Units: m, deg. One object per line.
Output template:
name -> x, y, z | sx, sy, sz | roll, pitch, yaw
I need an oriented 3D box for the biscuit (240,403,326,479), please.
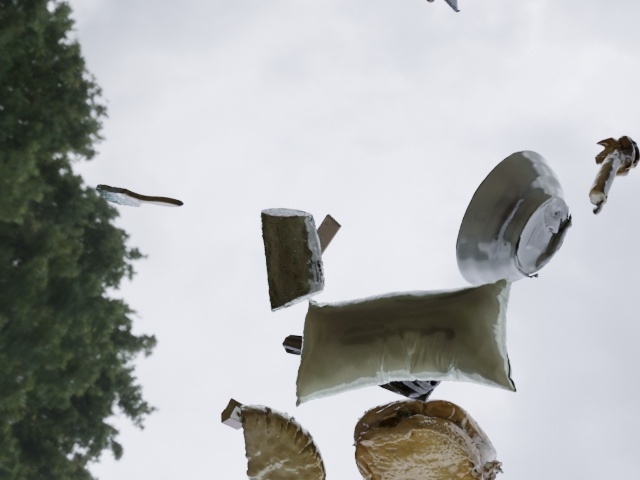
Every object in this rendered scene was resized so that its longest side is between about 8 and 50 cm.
biscuit -> -0.075, 0.465, 1.329 | 0.179, 0.084, 0.280 | -16, -95, 17

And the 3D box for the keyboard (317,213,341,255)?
keyboard -> 0.000, 0.000, 1.746 | 0.017, 0.055, 0.166 | -36, 164, -52

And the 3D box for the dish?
dish -> 0.418, -0.024, 1.338 | 0.316, 0.316, 0.106 | -48, -136, -10

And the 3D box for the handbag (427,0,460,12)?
handbag -> 0.137, -0.529, 1.062 | 0.118, 0.269, 0.325 | -34, -120, 23

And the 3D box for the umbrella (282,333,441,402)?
umbrella -> 0.063, 0.206, 1.173 | 0.340, 0.118, 0.118 | 1, -125, 42

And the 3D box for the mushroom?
mushroom -> 0.415, -0.097, 0.948 | 0.061, 0.060, 0.187 | -1, -151, 40

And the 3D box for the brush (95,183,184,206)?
brush -> -0.346, -0.082, 1.271 | 0.197, 0.070, 0.021 | 7, -113, 23

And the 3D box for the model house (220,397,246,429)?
model house -> -0.173, 0.392, 1.442 | 0.057, 0.083, 0.058 | 15, -110, 40

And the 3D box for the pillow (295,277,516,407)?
pillow -> 0.095, 0.116, 0.746 | 0.254, 0.078, 0.144 | -7, -137, 15

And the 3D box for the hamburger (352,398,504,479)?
hamburger -> 0.197, 0.395, 1.195 | 0.286, 0.243, 0.146 | 16, -146, 8

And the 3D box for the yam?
yam -> -0.066, 0.044, 1.564 | 0.154, 0.154, 0.254 | -4, -89, 33
